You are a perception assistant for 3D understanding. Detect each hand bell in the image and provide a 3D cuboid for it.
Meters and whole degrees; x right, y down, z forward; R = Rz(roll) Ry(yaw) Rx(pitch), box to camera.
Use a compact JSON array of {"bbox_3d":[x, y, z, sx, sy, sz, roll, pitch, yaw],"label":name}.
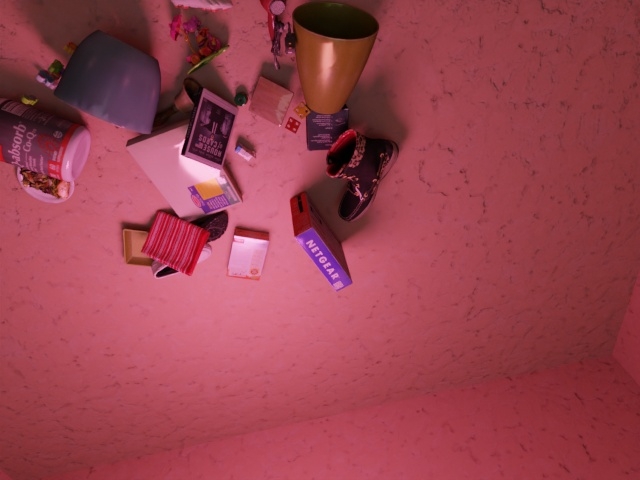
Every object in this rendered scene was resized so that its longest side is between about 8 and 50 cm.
[{"bbox_3d":[-0.530,-0.468,1.466,0.241,0.126,0.126,-23,124,23],"label":"hand bell"}]

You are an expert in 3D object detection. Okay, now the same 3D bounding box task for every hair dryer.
[{"bbox_3d":[-0.163,-0.714,1.295,0.080,0.223,0.294,-15,104,-20],"label":"hair dryer"}]

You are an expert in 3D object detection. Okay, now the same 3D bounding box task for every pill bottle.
[{"bbox_3d":[-1.016,-0.355,1.394,0.362,0.210,0.210,18,119,-18],"label":"pill bottle"}]

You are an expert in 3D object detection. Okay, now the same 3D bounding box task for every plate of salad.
[{"bbox_3d":[-1.064,-0.228,1.570,0.199,0.048,0.200,-3,124,-5],"label":"plate of salad"}]

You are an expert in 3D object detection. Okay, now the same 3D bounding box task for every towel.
[{"bbox_3d":[-0.597,0.008,1.664,0.274,0.031,0.199,21,86,18],"label":"towel"}]

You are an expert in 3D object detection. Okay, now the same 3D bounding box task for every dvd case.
[{"bbox_3d":[-0.389,-0.389,1.441,0.179,0.029,0.239,14,91,-59],"label":"dvd case"}]

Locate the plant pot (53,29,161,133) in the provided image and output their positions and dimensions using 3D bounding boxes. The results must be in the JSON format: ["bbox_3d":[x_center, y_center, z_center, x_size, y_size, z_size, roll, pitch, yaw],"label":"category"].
[{"bbox_3d":[-0.652,-0.514,1.301,0.292,0.293,0.235,22,103,-20],"label":"plant pot"}]

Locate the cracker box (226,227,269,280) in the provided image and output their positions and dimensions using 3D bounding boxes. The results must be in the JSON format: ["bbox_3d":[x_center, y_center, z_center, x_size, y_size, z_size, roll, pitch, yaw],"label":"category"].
[{"bbox_3d":[-0.332,0.066,1.850,0.155,0.067,0.232,10,123,-15],"label":"cracker box"}]

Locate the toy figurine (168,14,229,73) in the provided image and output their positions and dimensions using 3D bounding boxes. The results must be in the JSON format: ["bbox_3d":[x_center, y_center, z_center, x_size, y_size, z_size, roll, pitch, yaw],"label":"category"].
[{"bbox_3d":[-0.415,-0.667,1.338,0.173,0.130,0.159,-37,113,-9],"label":"toy figurine"}]

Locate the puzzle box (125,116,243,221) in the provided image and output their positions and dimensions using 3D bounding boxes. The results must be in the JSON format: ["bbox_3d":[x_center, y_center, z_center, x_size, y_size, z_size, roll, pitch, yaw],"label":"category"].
[{"bbox_3d":[-0.506,-0.256,1.571,0.271,0.052,0.409,-18,137,4],"label":"puzzle box"}]

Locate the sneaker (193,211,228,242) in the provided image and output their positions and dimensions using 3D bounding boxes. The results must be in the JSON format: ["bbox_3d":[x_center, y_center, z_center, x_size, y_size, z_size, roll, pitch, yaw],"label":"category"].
[{"bbox_3d":[-0.521,-0.032,1.735,0.286,0.130,0.109,-42,145,-6],"label":"sneaker"}]

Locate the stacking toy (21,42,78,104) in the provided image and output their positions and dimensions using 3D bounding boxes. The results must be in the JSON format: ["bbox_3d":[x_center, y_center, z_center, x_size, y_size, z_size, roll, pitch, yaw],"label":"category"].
[{"bbox_3d":[-0.860,-0.533,1.294,0.167,0.221,0.052,-36,124,20],"label":"stacking toy"}]

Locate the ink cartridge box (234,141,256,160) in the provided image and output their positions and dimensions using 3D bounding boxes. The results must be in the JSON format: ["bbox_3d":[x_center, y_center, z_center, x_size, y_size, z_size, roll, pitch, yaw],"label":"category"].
[{"bbox_3d":[-0.293,-0.344,1.593,0.083,0.048,0.028,34,114,-25],"label":"ink cartridge box"}]

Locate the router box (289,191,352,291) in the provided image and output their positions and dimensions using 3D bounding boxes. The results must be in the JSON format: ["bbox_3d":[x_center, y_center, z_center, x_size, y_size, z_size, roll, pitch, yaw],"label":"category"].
[{"bbox_3d":[0.000,0.000,1.709,0.082,0.301,0.336,-29,122,11],"label":"router box"}]

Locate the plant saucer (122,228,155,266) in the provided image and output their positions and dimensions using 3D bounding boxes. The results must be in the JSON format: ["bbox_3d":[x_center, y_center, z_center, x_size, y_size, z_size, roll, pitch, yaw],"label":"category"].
[{"bbox_3d":[-0.757,0.028,1.782,0.188,0.045,0.189,7,123,-12],"label":"plant saucer"}]

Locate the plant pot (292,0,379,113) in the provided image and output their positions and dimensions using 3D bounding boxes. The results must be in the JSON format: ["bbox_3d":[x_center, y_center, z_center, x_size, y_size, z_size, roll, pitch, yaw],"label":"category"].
[{"bbox_3d":[0.032,-0.592,1.369,0.274,0.275,0.294,1,140,-8],"label":"plant pot"}]

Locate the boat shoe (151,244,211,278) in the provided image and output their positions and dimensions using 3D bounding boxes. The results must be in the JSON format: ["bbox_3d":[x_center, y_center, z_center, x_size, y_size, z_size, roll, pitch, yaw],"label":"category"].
[{"bbox_3d":[-0.605,0.096,1.788,0.267,0.088,0.096,-16,131,-18],"label":"boat shoe"}]

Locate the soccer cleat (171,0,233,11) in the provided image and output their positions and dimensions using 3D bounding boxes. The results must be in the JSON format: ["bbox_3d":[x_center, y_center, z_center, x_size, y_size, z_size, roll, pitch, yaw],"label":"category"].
[{"bbox_3d":[-0.378,-0.773,1.288,0.196,0.068,0.076,3,120,-6],"label":"soccer cleat"}]

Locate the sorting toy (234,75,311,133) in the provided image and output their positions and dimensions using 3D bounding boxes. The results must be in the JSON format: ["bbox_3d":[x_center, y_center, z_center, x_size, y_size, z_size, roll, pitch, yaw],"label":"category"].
[{"bbox_3d":[-0.168,-0.503,1.480,0.274,0.046,0.132,27,120,-2],"label":"sorting toy"}]

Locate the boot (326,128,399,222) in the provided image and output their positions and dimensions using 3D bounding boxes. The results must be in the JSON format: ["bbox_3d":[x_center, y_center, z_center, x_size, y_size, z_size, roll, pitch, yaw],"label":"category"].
[{"bbox_3d":[0.124,-0.247,1.584,0.284,0.138,0.378,4,127,-52],"label":"boot"}]

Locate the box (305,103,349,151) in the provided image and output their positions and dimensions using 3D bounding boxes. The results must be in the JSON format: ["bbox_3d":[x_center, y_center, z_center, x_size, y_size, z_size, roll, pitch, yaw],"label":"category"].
[{"bbox_3d":[0.023,-0.432,1.549,0.155,0.093,0.159,-3,123,-5],"label":"box"}]
